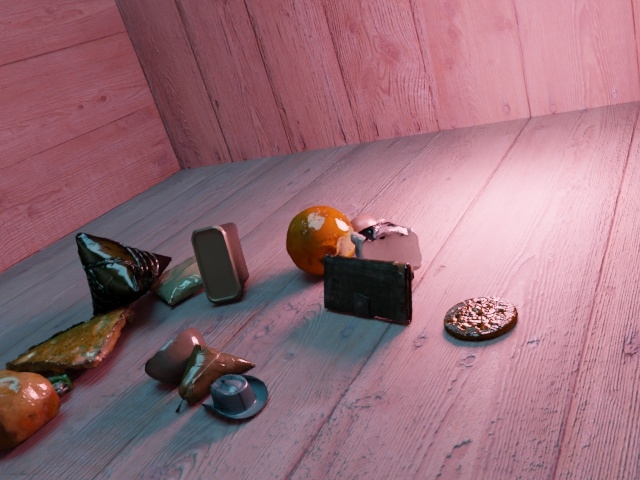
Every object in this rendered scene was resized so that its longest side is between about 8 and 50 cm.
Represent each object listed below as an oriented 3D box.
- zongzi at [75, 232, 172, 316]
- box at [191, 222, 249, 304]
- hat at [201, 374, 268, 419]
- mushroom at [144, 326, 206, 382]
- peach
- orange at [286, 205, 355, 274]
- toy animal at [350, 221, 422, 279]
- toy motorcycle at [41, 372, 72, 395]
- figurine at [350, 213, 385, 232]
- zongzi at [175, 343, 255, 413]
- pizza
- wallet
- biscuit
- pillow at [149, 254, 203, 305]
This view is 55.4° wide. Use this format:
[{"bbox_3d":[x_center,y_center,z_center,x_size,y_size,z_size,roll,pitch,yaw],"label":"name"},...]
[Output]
[{"bbox_3d":[-0.697,0.108,2.265,0.362,0.319,0.383,-38,-15,-30],"label":"zongzi"},{"bbox_3d":[-0.338,0.071,2.153,0.138,0.274,0.178,-11,9,13],"label":"box"},{"bbox_3d":[-0.224,0.379,1.524,0.191,0.078,0.138,0,28,39],"label":"hat"},{"bbox_3d":[-0.397,0.336,1.724,0.117,0.141,0.188,38,52,23],"label":"mushroom"},{"bbox_3d":[-0.839,0.460,1.670,0.236,0.214,0.214,-7,16,-23],"label":"peach"},{"bbox_3d":[0.000,0.000,2.074,0.240,0.240,0.240,-15,21,6],"label":"orange"},{"bbox_3d":[0.190,0.047,1.873,0.208,0.204,0.156,-12,-3,-22],"label":"toy animal"},{"bbox_3d":[-0.826,0.443,1.855,0.190,0.074,0.106,-8,14,26],"label":"toy motorcycle"},{"bbox_3d":[0.161,-0.035,2.209,0.138,0.125,0.125,-43,29,-20],"label":"figurine"},{"bbox_3d":[-0.277,0.378,1.616,0.178,0.081,0.189,16,47,-3],"label":"zongzi"},{"bbox_3d":[-0.797,0.336,2.066,0.435,0.080,0.392,-7,22,31],"label":"pizza"},{"bbox_3d":[0.127,0.133,1.742,0.317,0.169,0.044,5,8,44],"label":"wallet"},{"bbox_3d":[0.408,0.194,1.558,0.188,0.027,0.188,-15,20,6],"label":"biscuit"},{"bbox_3d":[-0.518,0.138,2.354,0.274,0.076,0.281,-31,25,-27],"label":"pillow"}]
